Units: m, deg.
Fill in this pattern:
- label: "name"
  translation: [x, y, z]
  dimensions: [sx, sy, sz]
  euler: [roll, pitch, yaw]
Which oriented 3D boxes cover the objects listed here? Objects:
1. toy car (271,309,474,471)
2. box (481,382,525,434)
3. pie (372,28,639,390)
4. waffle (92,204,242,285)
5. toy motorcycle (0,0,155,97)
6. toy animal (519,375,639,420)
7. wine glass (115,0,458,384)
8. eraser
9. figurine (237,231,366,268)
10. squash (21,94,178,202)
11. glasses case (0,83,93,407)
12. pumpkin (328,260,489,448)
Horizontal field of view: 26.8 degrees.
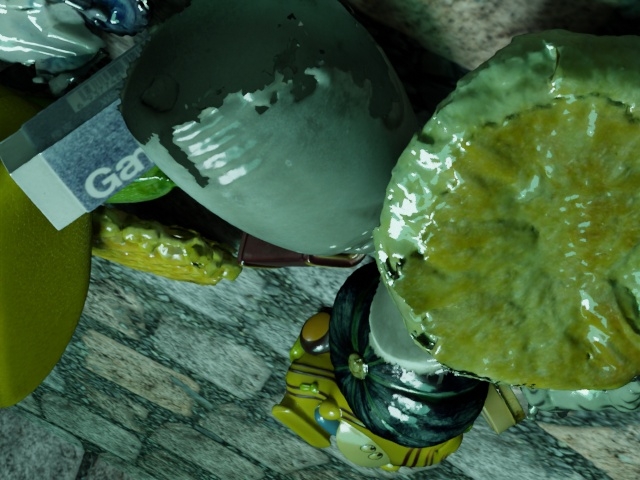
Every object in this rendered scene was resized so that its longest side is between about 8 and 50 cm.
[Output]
- label: "toy car"
  translation: [0.058, 0.191, 1.565]
  dimensions: [0.248, 0.142, 0.200]
  euler: [3, 148, 48]
- label: "box"
  translation: [0.176, 0.154, 1.427]
  dimensions: [0.105, 0.037, 0.105]
  euler: [58, 179, 1]
- label: "pie"
  translation: [0.179, -0.007, 0.955]
  dimensions: [0.306, 0.071, 0.306]
  euler: [0, 124, -1]
- label: "waffle"
  translation: [-0.221, -0.003, 1.496]
  dimensions: [0.291, 0.051, 0.291]
  euler: [15, 171, 2]
- label: "toy motorcycle"
  translation: [-0.270, -0.214, 1.133]
  dimensions: [0.204, 0.108, 0.239]
  euler: [34, 134, -27]
- label: "toy animal"
  translation: [0.258, 0.138, 1.336]
  dimensions: [0.217, 0.073, 0.176]
  euler: [1, 151, 39]
- label: "wine glass"
  translation: [0.011, -0.055, 1.044]
  dimensions: [0.190, 0.190, 0.357]
  euler: [1, 144, 47]
- label: "eraser"
  translation: [-0.157, -0.104, 1.113]
  dimensions: [0.046, 0.212, 0.092]
  euler: [51, 175, 38]
- label: "figurine"
  translation: [0.001, -0.001, 1.323]
  dimensions: [0.098, 0.082, 0.154]
  euler: [28, 161, -38]
- label: "squash"
  translation: [-0.256, -0.095, 1.373]
  dimensions: [0.378, 0.101, 0.101]
  euler: [9, 151, 35]
- label: "glasses case"
  translation: [-0.313, -0.006, 1.283]
  dimensions: [0.141, 0.173, 0.371]
  euler: [30, 142, 14]
- label: "pumpkin"
  translation: [0.085, 0.113, 1.343]
  dimensions: [0.194, 0.194, 0.150]
  euler: [8, 180, 39]
